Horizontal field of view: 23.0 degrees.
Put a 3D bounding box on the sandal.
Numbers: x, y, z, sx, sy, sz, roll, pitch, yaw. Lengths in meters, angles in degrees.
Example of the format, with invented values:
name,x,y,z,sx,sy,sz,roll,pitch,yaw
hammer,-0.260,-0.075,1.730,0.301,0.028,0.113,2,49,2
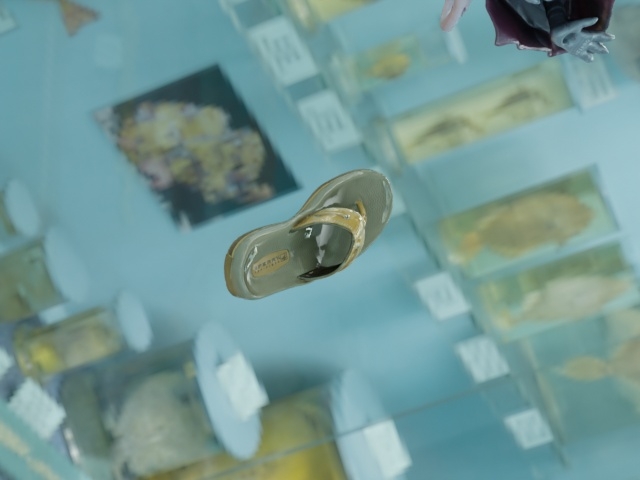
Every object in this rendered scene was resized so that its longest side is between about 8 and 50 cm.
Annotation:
name,x,y,z,sx,sy,sz,roll,pitch,yaw
sandal,0.000,0.000,1.281,0.180,0.049,0.072,-28,115,-36

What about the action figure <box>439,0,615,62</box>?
name,x,y,z,sx,sy,sz,roll,pitch,yaw
action figure,0.197,-0.366,1.747,0.248,0.275,0.370,110,-34,-55
